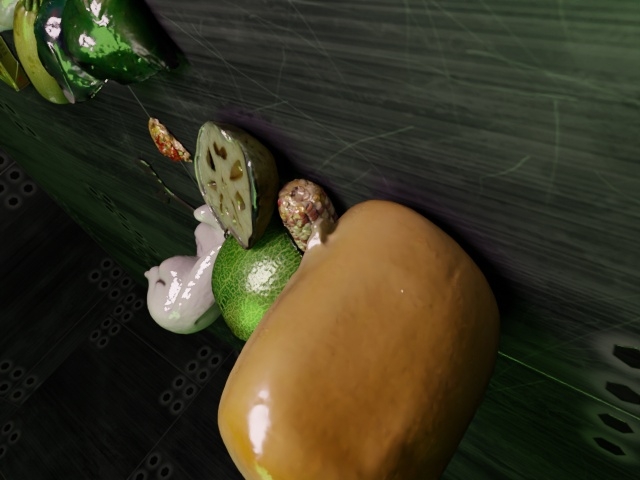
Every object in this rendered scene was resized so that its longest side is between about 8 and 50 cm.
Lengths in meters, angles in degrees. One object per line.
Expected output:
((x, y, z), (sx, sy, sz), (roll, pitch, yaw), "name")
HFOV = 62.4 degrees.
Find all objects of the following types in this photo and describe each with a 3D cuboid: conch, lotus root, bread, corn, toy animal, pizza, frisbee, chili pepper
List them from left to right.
((-0.545, -0.399, 0.928), (0.180, 0.065, 0.088), (-9, 127, 52), "conch")
((-0.334, -0.282, 0.743), (0.264, 0.116, 0.148), (18, 147, 43), "chili pepper")
((-0.298, -0.189, 0.995), (0.100, 0.029, 0.099), (20, 151, 41), "pizza")
((-0.382, -0.112, 1.315), (0.211, 0.012, 0.187), (43, 159, -12), "frisbee")
((-0.250, 0.081, 1.136), (0.206, 0.265, 0.272), (39, 157, -2), "toy animal")
((-0.115, -0.090, 0.794), (0.183, 0.077, 0.204), (56, 147, 21), "lotus root")
((0.000, 0.000, 0.812), (0.079, 0.079, 0.237), (26, 155, 32), "corn")
((0.060, 0.181, 0.662), (0.253, 0.376, 0.348), (28, 154, 26), "bread")

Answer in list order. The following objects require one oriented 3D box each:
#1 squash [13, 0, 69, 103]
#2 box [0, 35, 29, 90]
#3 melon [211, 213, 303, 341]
((-0.488, -0.332, 0.938), (0.094, 0.094, 0.341), (41, 158, -4), "squash")
((-0.792, -0.490, 1.189), (0.173, 0.043, 0.311), (35, 158, 11), "box")
((-0.110, 0.051, 0.861), (0.265, 0.169, 0.129), (52, 175, 42), "melon")
